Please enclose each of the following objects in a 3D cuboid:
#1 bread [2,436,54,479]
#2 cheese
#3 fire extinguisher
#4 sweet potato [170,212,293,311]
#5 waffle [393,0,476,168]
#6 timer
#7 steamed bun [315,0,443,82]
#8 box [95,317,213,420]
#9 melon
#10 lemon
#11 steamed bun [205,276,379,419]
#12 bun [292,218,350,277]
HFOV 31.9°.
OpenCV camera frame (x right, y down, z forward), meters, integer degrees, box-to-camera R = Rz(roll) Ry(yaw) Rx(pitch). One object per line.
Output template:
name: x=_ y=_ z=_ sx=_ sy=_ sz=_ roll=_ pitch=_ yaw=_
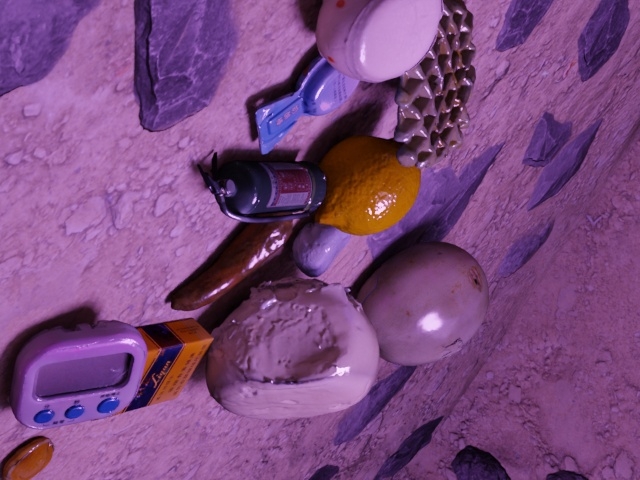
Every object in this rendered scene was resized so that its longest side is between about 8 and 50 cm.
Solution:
bread: x=-0.503 y=0.382 z=1.937 sx=0.110 sy=0.024 sz=0.110 roll=-38 pitch=155 yaw=-22
cheese: x=-0.010 y=-0.239 z=1.799 sx=0.245 sy=0.052 sz=0.135 roll=-39 pitch=153 yaw=-19
fire extinguisher: x=-0.100 y=-0.085 z=1.826 sx=0.093 sy=0.118 sz=0.294 roll=-13 pitch=177 yaw=32
sweet potato: x=-0.150 y=0.037 z=1.972 sx=0.273 sy=0.075 sz=0.075 roll=-42 pitch=157 yaw=-4
waffle: x=0.203 y=-0.276 z=1.961 sx=0.292 sy=0.056 sz=0.309 roll=-19 pitch=117 yaw=-60
timer: x=-0.382 y=0.210 z=1.767 sx=0.209 sy=0.069 sz=0.190 roll=-5 pitch=131 yaw=-31
steamed bun: x=0.077 y=-0.334 z=1.699 sx=0.228 sy=0.131 sz=0.177 roll=-23 pitch=137 yaw=-43
box: x=-0.311 y=0.224 z=1.980 sx=0.152 sy=0.070 sz=0.237 roll=-57 pitch=158 yaw=20
melon: x=0.231 y=0.153 z=2.582 sx=0.330 sy=0.268 sz=0.268 roll=-31 pitch=153 yaw=-19
lemon: x=0.084 y=-0.103 z=2.016 sx=0.244 sy=0.187 sz=0.186 roll=-41 pitch=156 yaw=-27
steamed bun: x=-0.057 y=0.209 z=2.177 sx=0.334 sy=0.232 sz=0.312 roll=0 pitch=157 yaw=-8
bun: x=0.000 y=0.000 z=2.163 sx=0.141 sy=0.083 sz=0.141 roll=-47 pitch=167 yaw=-15
